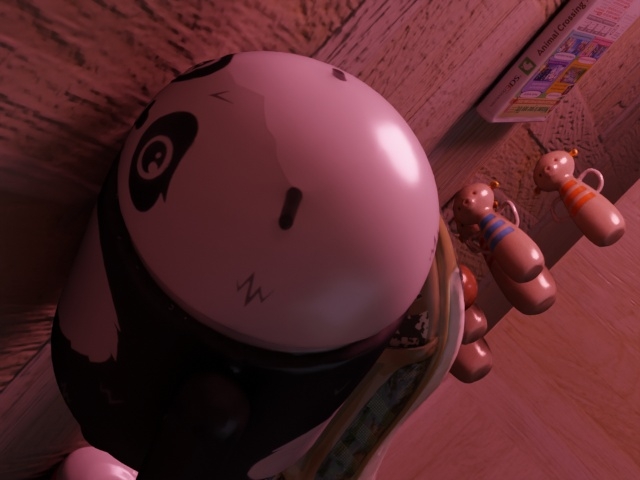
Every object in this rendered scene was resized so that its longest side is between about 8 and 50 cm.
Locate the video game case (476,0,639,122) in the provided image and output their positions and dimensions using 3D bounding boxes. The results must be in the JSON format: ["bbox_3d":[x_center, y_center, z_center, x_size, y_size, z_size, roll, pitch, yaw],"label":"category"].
[{"bbox_3d":[0.240,-0.187,1.308,0.193,0.023,0.212,-49,167,18],"label":"video game case"}]

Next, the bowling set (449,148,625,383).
[{"bbox_3d":[0.163,0.009,1.495,0.287,0.154,0.200,-48,148,18],"label":"bowling set"}]

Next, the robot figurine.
[{"bbox_3d":[-0.050,0.024,0.754,0.174,0.209,0.278,-15,152,-33],"label":"robot figurine"}]

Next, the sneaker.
[{"bbox_3d":[-0.024,0.122,1.024,0.182,0.158,0.410,-20,133,-51],"label":"sneaker"}]

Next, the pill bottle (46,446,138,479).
[{"bbox_3d":[-0.209,0.263,1.131,0.180,0.108,0.108,-50,166,20],"label":"pill bottle"}]
